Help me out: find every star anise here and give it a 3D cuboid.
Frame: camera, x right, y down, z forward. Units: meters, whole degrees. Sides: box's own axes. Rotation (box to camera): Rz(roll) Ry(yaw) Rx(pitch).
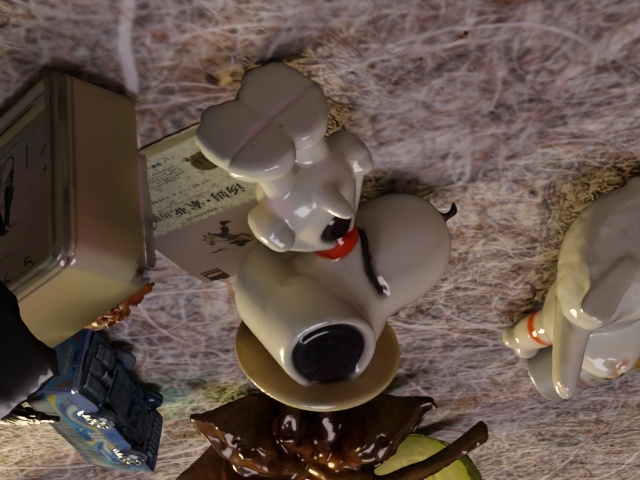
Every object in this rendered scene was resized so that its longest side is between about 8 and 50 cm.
[{"bbox_3d":[0.000,0.246,1.143,0.349,0.109,0.292,14,148,-30],"label":"star anise"}]

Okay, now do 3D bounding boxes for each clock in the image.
[{"bbox_3d":[-0.200,-0.006,0.667,0.192,0.147,0.071,-30,145,34],"label":"clock"}]

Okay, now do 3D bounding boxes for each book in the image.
[{"bbox_3d":[-0.090,-0.023,0.783,0.127,0.014,0.181,-20,145,21],"label":"book"}]

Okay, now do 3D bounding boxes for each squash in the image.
[{"bbox_3d":[0.115,0.349,1.222,0.041,0.219,0.219,24,137,-37],"label":"squash"}]

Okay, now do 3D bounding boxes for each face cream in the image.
[{"bbox_3d":[0.314,0.108,1.018,0.198,0.057,0.084,-28,143,32],"label":"face cream"}]

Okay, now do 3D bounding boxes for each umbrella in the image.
[{"bbox_3d":[-0.319,0.171,0.977,0.269,0.044,0.044,-6,149,44],"label":"umbrella"}]

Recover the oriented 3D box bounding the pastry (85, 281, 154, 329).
[{"bbox_3d":[-0.190,0.031,0.797,0.087,0.063,0.169,3,152,4],"label":"pastry"}]

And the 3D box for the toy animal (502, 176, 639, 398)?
[{"bbox_3d":[0.254,0.067,0.867,0.140,0.138,0.282,-8,150,-6],"label":"toy animal"}]

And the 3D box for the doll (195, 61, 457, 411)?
[{"bbox_3d":[-0.017,0.010,0.731,0.208,0.144,0.271,-52,142,4],"label":"doll"}]

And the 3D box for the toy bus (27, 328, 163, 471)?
[{"bbox_3d":[-0.229,0.167,1.013,0.094,0.079,0.236,6,150,12],"label":"toy bus"}]

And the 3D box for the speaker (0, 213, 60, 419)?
[{"bbox_3d":[-0.298,-0.060,0.423,0.180,0.184,0.388,-37,131,-1],"label":"speaker"}]
